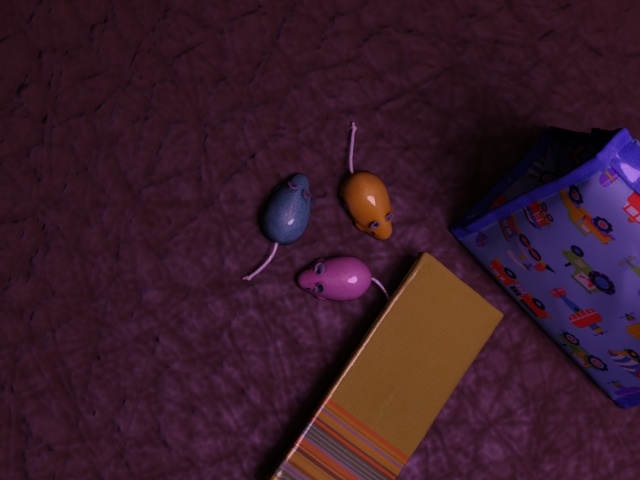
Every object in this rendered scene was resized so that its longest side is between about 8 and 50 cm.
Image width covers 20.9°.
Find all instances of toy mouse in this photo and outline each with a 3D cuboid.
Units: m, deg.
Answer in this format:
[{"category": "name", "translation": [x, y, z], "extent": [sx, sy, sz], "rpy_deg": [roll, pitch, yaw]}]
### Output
[{"category": "toy mouse", "translation": [0.000, 0.000, 1.450], "extent": [0.143, 0.031, 0.161], "rpy_deg": [-24, 92, -11]}]

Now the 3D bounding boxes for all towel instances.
[{"category": "towel", "translation": [0.054, 0.131, 1.453], "extent": [0.102, 0.021, 0.237], "rpy_deg": [39, 79, -25]}]

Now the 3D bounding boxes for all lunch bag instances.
[{"category": "lunch bag", "translation": [0.256, 0.017, 1.366], "extent": [0.221, 0.293, 0.138], "rpy_deg": [45, 80, -6]}]
